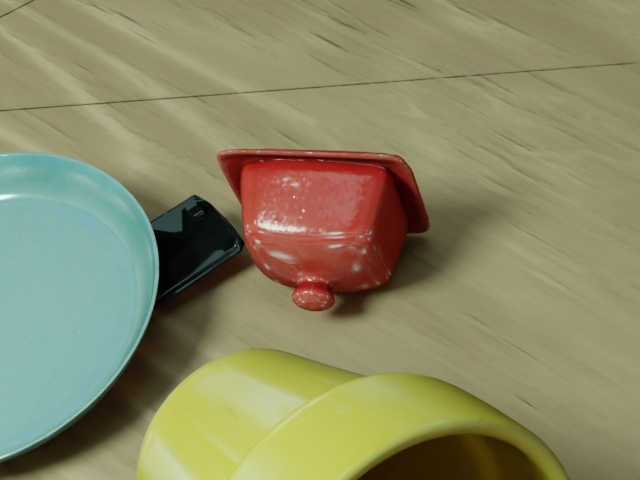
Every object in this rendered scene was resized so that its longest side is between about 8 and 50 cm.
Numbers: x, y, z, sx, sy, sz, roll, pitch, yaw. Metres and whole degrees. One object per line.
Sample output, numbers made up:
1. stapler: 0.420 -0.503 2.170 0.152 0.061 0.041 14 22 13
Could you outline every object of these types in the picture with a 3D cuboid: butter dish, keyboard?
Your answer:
1. butter dish: 0.000 0.000 1.404 0.160 0.160 0.118 2 69 13
2. keyboard: -0.163 0.031 1.464 0.192 0.038 0.100 -32 59 -12

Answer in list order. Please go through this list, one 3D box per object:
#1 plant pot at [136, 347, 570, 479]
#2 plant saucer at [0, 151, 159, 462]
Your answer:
1. plant pot: 0.003 0.187 1.146 0.254 0.254 0.239 -30 33 -20
2. plant saucer: -0.280 0.062 1.415 0.317 0.044 0.318 -7 51 9
